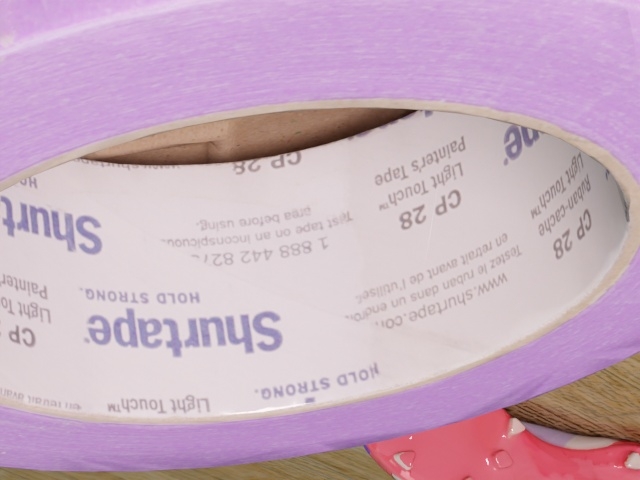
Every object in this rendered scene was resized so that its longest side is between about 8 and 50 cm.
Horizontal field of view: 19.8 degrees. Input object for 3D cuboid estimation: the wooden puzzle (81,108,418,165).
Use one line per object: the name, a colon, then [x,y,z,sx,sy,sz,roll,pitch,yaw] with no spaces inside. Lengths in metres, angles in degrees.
wooden puzzle: [-0.022,-0.071,0.580,0.348,0.080,0.322,-6,155,-6]

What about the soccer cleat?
soccer cleat: [0.134,0.156,1.249,0.248,0.083,0.095,14,163,-14]

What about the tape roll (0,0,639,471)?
tape roll: [-0.018,-0.026,0.477,0.275,0.090,0.275,-7,156,-3]
